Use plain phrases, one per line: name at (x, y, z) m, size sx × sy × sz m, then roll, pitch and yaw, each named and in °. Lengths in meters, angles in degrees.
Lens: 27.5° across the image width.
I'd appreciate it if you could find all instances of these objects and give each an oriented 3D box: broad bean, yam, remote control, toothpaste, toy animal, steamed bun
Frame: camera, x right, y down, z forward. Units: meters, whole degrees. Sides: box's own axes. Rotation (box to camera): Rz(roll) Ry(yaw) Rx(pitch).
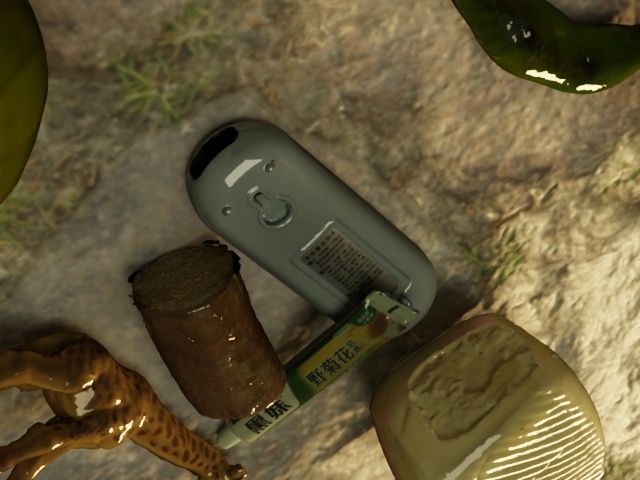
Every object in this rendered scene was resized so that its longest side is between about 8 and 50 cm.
broad bean at (0.159, -0.188, 0.915) m, size 0.292 × 0.049 × 0.144 m, roll 30°, pitch 99°, yaw -39°
yam at (-0.079, 0.069, 0.947) m, size 0.084 × 0.084 × 0.127 m, roll -26°, pitch 126°, yaw -8°
remote control at (0.000, 0.000, 0.960) m, size 0.087 × 0.047 × 0.244 m, roll -43°, pitch 128°, yaw 11°
toothpaste at (-0.011, 0.103, 1.005) m, size 0.049 × 0.031 × 0.204 m, roll 30°, pitch 122°, yaw -34°
toy animal at (-0.159, 0.141, 0.958) m, size 0.275 × 0.054 × 0.149 m, roll 5°, pitch 88°, yaw -48°
steamed bun at (0.129, 0.155, 1.069) m, size 0.170 × 0.152 × 0.238 m, roll -41°, pitch 145°, yaw -5°

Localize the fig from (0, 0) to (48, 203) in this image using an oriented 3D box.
fig at (-0.251, -0.061, 0.688) m, size 0.203 × 0.225 × 0.203 m, roll 1°, pitch 127°, yaw 2°
